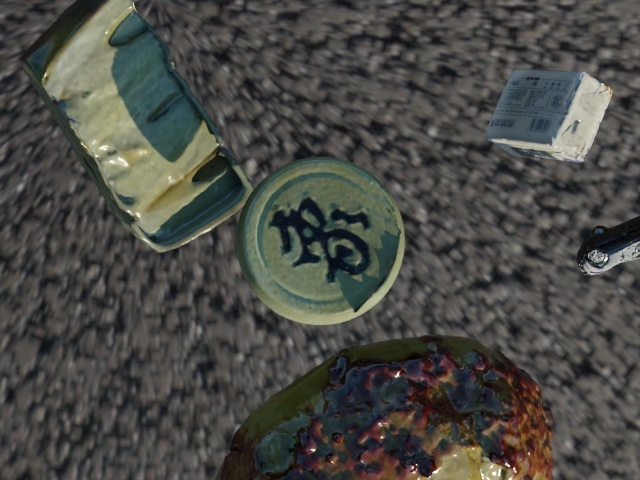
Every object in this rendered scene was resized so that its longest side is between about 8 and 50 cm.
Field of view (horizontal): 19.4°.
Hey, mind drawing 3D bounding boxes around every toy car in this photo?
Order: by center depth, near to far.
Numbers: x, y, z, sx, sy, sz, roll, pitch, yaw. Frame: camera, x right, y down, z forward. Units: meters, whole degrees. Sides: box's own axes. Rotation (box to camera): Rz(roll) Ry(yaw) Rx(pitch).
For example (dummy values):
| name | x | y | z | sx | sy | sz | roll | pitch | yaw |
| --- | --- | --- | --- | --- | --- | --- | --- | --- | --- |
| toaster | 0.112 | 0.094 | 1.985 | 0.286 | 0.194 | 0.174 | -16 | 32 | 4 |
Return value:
| name | x | y | z | sx | sy | sz | roll | pitch | yaw |
| --- | --- | --- | --- | --- | --- | --- | --- | --- | --- |
| toy car | 0.227 | -0.002 | 1.339 | 0.093 | 0.041 | 0.025 | -21 | 111 | 28 |

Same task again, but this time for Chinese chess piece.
| name | x | y | z | sx | sy | sz | roll | pitch | yaw |
| --- | --- | --- | --- | --- | --- | --- | --- | --- | --- |
| Chinese chess piece | 0.000 | 0.000 | 1.591 | 0.144 | 0.058 | 0.144 | 0 | 83 | -1 |

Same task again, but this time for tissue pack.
| name | x | y | z | sx | sy | sz | roll | pitch | yaw |
| --- | --- | --- | --- | --- | --- | --- | --- | --- | --- |
| tissue pack | 0.164 | -0.091 | 1.343 | 0.042 | 0.083 | 0.062 | 26 | 82 | -31 |

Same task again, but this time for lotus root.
| name | x | y | z | sx | sy | sz | roll | pitch | yaw |
| --- | --- | --- | --- | --- | --- | --- | --- | --- | --- |
| lotus root | -0.168 | -0.109 | 1.666 | 0.119 | 0.138 | 0.235 | -35 | 104 | -9 |

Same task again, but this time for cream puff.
| name | x | y | z | sx | sy | sz | roll | pitch | yaw |
| --- | --- | --- | --- | --- | --- | --- | --- | --- | --- |
| cream puff | 0.028 | 0.103 | 0.737 | 0.149 | 0.149 | 0.084 | -29 | 55 | -1 |
